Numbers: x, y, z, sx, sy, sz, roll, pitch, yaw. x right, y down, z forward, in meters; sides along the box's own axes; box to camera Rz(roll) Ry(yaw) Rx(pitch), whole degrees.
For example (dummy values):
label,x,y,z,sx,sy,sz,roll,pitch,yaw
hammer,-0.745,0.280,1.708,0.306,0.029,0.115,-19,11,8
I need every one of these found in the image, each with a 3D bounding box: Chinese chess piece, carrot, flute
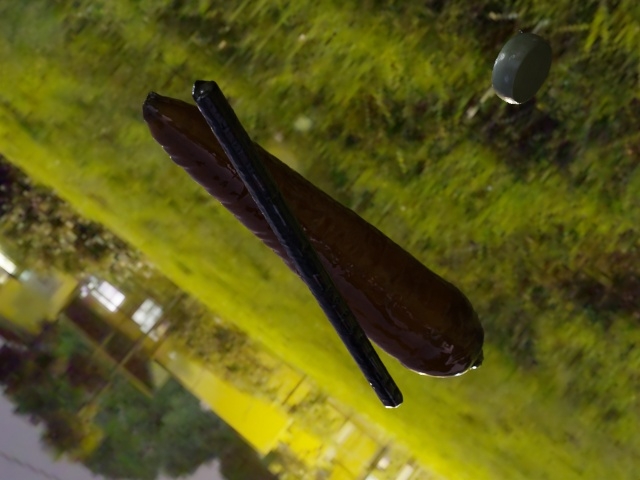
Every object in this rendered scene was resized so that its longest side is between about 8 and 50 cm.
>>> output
label,x,y,z,sx,sy,sz,roll,pitch,yaw
Chinese chess piece,0.234,-0.200,1.243,0.034,0.084,0.084,33,170,32
carrot,-0.001,0.000,0.618,0.271,0.062,0.066,39,-142,-23
flute,-0.001,0.017,0.495,0.014,0.014,0.269,34,164,36
